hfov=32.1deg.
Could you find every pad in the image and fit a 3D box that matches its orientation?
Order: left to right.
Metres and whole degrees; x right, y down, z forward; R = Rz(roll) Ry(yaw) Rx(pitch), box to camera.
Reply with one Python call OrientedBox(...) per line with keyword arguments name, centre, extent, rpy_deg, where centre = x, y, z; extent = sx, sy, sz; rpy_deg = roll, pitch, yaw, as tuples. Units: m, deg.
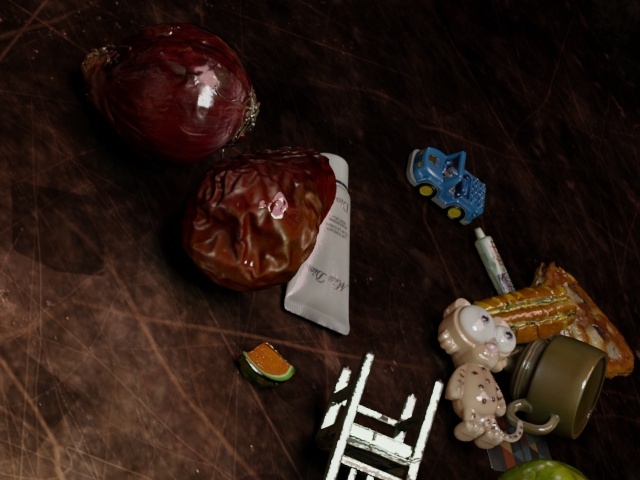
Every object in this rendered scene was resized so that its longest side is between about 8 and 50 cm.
OrientedBox(name="pad", centre=(0.370, 0.376, 2.100), extent=(0.211, 0.003, 0.143), rpy_deg=(18, 50, -42))

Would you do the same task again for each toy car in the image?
OrientedBox(name="toy car", centre=(0.274, -0.123, 2.300), extent=(0.191, 0.100, 0.097), rpy_deg=(35, 43, -22))

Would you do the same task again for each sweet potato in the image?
OrientedBox(name="sweet potato", centre=(0.402, 0.212, 2.241), extent=(0.038, 0.041, 0.153), rpy_deg=(36, 39, 12))

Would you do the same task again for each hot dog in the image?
OrientedBox(name="hot dog", centre=(0.401, 0.152, 2.213), extent=(0.269, 0.072, 0.115), rpy_deg=(-13, 75, -33))

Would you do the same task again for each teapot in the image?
OrientedBox(name="teapot", centre=(0.430, 0.274, 2.124), extent=(0.267, 0.175, 0.185), rpy_deg=(-43, 141, -43))

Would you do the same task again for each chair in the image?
OrientedBox(name="chair", centre=(0.067, 0.317, 1.640), extent=(0.136, 0.147, 0.270), rpy_deg=(23, 67, -9))

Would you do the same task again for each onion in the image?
OrientedBox(name="onion", centre=(-0.204, -0.221, 1.700), extent=(0.281, 0.281, 0.221), rpy_deg=(-8, 112, -53))

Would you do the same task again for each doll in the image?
OrientedBox(name="doll", centre=(0.286, 0.240, 2.011), extent=(0.154, 0.119, 0.278), rpy_deg=(16, 52, -28))

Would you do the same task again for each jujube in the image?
OrientedBox(name="jujube", centre=(-0.082, -0.049, 1.721), extent=(0.216, 0.216, 0.342), rpy_deg=(51, 26, -8))

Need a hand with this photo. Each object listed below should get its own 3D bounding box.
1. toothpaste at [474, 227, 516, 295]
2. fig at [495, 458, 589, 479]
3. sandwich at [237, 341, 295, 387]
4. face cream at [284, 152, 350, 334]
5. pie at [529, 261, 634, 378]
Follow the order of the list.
OrientedBox(name="toothpaste", centre=(0.374, 0.079, 2.318), extent=(0.060, 0.038, 0.233), rpy_deg=(-11, 75, -52))
OrientedBox(name="fig", centre=(0.406, 0.498, 1.857), extent=(0.314, 0.233, 0.233), rpy_deg=(39, 38, -32))
OrientedBox(name="sandwich", centre=(-0.081, 0.190, 1.678), extent=(0.069, 0.026, 0.101), rpy_deg=(58, 31, 9))
OrientedBox(name="face cream", centre=(0.000, 0.000, 1.895), extent=(0.143, 0.089, 0.314), rpy_deg=(27, 55, -36))
OrientedBox(name="pie", centre=(0.547, 0.181, 2.405), extent=(0.308, 0.085, 0.308), rpy_deg=(31, 38, -28))
